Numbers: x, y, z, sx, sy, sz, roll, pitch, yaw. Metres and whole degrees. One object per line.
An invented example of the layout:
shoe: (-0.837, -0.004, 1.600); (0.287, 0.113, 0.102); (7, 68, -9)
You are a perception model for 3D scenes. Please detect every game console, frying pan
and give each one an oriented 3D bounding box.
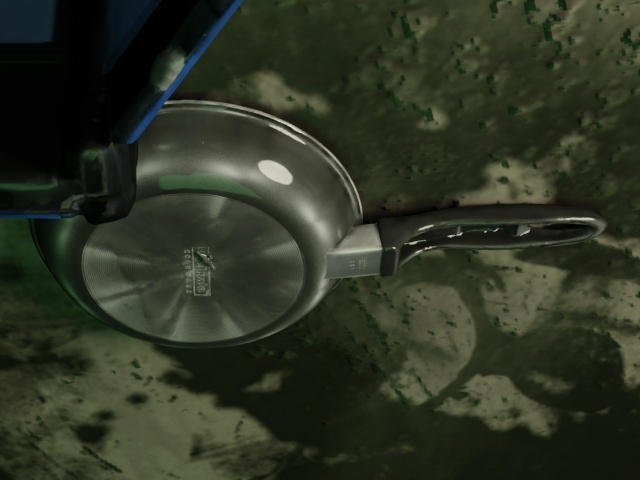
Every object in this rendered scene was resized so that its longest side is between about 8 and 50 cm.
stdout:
game console: (-0.110, -0.164, 0.527); (0.250, 0.293, 0.173); (0, 136, -4)
frying pan: (-0.014, 0.018, 0.915); (0.326, 0.053, 0.197); (17, 134, -18)
